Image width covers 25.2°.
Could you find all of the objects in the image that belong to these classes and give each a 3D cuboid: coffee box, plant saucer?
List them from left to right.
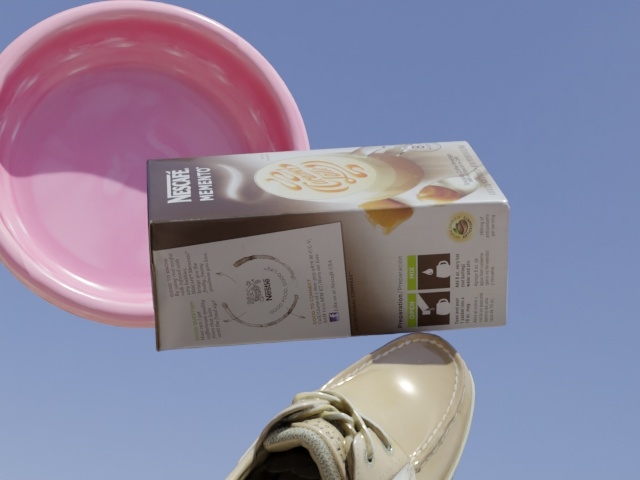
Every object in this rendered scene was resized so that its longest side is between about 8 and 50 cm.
[{"bbox_3d":[-0.178,-0.069,1.389,0.332,0.332,0.084,15,-22,-8],"label":"plant saucer"},{"bbox_3d":[0.000,0.000,1.033,0.246,0.098,0.141,-4,21,-6],"label":"coffee box"}]

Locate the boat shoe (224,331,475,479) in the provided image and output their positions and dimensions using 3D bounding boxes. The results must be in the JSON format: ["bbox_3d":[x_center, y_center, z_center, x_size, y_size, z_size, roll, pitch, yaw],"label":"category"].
[{"bbox_3d":[0.005,0.147,0.889,0.109,0.302,0.098,31,-39,22],"label":"boat shoe"}]
